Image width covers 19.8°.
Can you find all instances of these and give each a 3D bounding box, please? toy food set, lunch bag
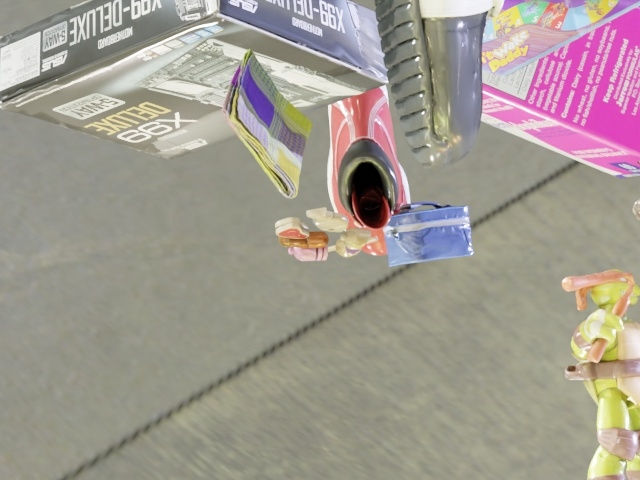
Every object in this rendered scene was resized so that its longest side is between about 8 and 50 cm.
[{"bbox_3d":[0.000,0.000,1.602,0.122,0.078,0.019,23,59,-59],"label":"toy food set"},{"bbox_3d":[0.113,-0.009,1.995,0.098,0.067,0.065,-6,87,-35],"label":"lunch bag"}]

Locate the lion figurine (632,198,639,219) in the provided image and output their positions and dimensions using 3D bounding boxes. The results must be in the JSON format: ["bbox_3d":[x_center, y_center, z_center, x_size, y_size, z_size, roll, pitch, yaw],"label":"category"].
[{"bbox_3d":[0.362,0.065,0.915,0.392,0.142,0.240,-2,56,-16],"label":"lion figurine"}]

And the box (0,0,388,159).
[{"bbox_3d":[-0.125,-0.174,1.776,0.242,0.307,0.077,17,65,-47],"label":"box"}]

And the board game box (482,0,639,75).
[{"bbox_3d":[0.133,-0.179,1.108,0.168,0.133,0.033,-27,143,19],"label":"board game box"}]

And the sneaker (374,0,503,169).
[{"bbox_3d":[0.101,-0.203,1.000,0.146,0.122,0.331,0,96,-8],"label":"sneaker"}]

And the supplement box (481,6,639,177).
[{"bbox_3d":[0.183,-0.136,1.414,0.220,0.111,0.114,22,84,-17],"label":"supplement box"}]

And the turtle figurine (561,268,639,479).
[{"bbox_3d":[0.246,0.116,1.526,0.269,0.087,0.217,8,76,-64],"label":"turtle figurine"}]

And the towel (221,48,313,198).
[{"bbox_3d":[-0.026,-0.061,0.952,0.009,0.083,0.060,-31,111,21],"label":"towel"}]

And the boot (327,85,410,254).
[{"bbox_3d":[0.053,-0.036,1.959,0.088,0.176,0.244,-8,135,3],"label":"boot"}]
